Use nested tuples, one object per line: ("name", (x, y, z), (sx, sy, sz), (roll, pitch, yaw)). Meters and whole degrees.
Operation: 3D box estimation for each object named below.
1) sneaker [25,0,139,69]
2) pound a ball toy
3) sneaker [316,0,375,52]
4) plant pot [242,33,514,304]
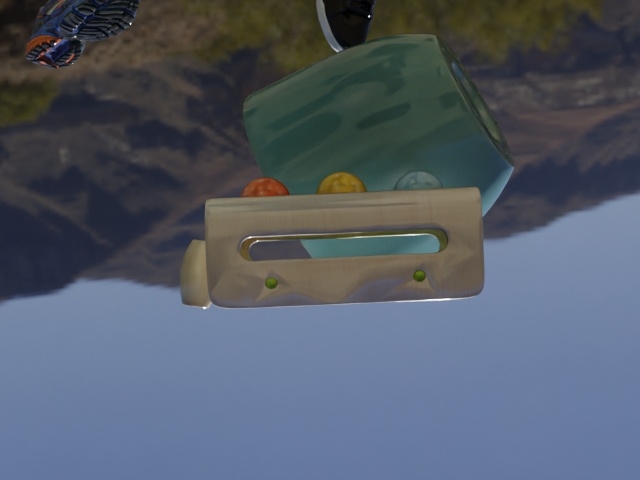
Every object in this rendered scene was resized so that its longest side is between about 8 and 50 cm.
("sneaker", (-0.317, -0.304, 1.708), (0.221, 0.087, 0.083), (-20, 155, 41))
("pound a ball toy", (0.000, 0.000, 1.367), (0.319, 0.135, 0.208), (-2, 178, 1))
("sneaker", (0.059, -0.371, 1.789), (0.079, 0.217, 0.121), (7, 169, -34))
("plant pot", (0.085, -0.108, 1.550), (0.235, 0.293, 0.293), (-31, 180, 15))
